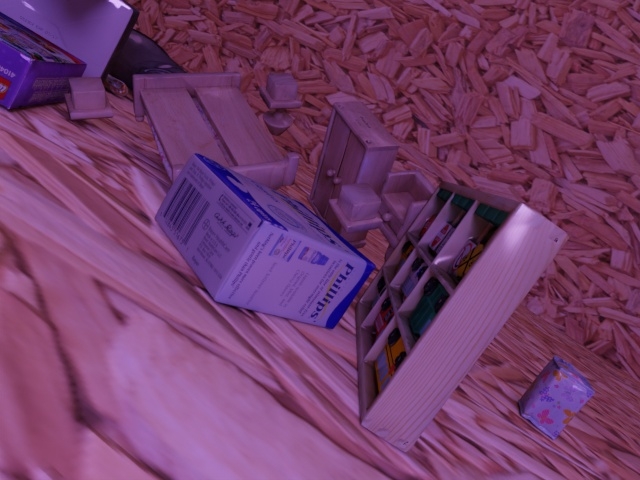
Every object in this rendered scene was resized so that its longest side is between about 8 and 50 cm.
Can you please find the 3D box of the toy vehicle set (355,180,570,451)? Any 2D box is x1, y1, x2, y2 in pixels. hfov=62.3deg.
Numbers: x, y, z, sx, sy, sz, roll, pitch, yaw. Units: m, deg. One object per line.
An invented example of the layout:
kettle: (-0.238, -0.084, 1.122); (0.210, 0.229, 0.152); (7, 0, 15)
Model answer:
toy vehicle set: (0.090, 0.034, 0.442); (0.035, 0.166, 0.267); (33, 9, -2)

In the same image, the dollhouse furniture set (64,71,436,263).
dollhouse furniture set: (-0.091, -0.052, 0.644); (0.356, 0.173, 0.303); (-10, 47, -26)

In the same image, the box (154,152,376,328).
box: (-0.046, 0.002, 0.449); (0.137, 0.072, 0.126); (23, 14, -47)

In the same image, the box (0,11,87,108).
box: (-0.408, -0.237, 0.531); (0.293, 0.057, 0.201); (30, 11, -16)

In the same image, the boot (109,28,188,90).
boot: (-0.353, -0.339, 1.082); (0.338, 0.118, 0.222); (26, 16, -14)

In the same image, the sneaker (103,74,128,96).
sneaker: (-0.385, -0.285, 0.953); (0.083, 0.032, 0.037); (36, -5, -8)

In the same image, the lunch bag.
lunch bag: (0.262, 0.171, 0.591); (0.053, 0.071, 0.083); (37, 9, 12)

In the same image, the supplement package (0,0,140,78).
supplement package: (-0.394, -0.334, 0.787); (0.194, 0.149, 0.203); (29, 12, -25)
